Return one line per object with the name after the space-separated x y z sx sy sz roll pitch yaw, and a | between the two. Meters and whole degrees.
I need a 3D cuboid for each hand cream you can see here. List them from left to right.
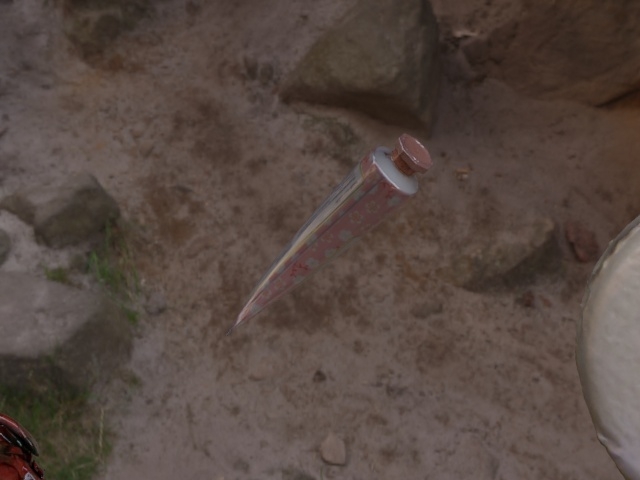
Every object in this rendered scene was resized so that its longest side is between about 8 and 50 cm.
0.000 0.000 0.569 0.043 0.209 0.067 41 33 -10 | hand cream

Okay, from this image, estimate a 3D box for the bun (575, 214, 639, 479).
0.174 0.046 0.290 0.138 0.138 0.094 35 11 37 | bun

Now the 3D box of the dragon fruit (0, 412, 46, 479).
-0.269 0.203 0.527 0.182 0.182 0.189 9 48 11 | dragon fruit
